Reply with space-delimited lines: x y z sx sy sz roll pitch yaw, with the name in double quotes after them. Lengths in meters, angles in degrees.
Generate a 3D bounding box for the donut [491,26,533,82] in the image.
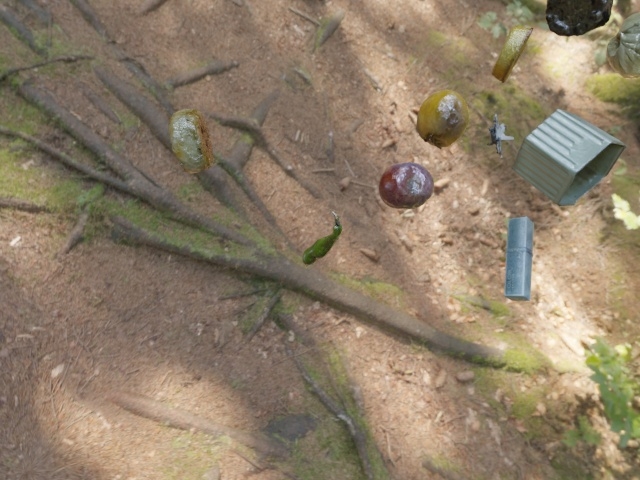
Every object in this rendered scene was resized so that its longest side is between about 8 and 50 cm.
0.607 -0.598 1.427 0.065 0.178 0.162 30 62 12 "donut"

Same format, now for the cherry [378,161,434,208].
0.362 -0.236 1.922 0.239 0.239 0.206 -17 105 -38 "cherry"

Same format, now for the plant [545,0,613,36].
0.843 -0.770 1.433 0.276 0.188 0.199 -47 137 -42 "plant"

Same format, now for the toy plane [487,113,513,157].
0.645 -0.391 1.624 0.234 0.082 0.160 -65 141 -60 "toy plane"

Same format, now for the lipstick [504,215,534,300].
0.686 0.066 1.536 0.076 0.077 0.290 28 66 -41 "lipstick"

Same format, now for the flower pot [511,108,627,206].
0.708 -0.237 1.281 0.190 0.239 0.209 51 10 32 "flower pot"

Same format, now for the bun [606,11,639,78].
1.062 -0.667 1.502 0.134 0.220 0.221 3 63 -9 "bun"

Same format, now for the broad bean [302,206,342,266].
0.007 0.008 1.734 0.056 0.318 0.098 -17 59 -41 "broad bean"

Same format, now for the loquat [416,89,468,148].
0.510 -0.507 1.851 0.193 0.238 0.238 23 55 -34 "loquat"

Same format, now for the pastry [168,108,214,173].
-0.372 -0.283 1.287 0.093 0.182 0.192 -12 27 0 "pastry"
